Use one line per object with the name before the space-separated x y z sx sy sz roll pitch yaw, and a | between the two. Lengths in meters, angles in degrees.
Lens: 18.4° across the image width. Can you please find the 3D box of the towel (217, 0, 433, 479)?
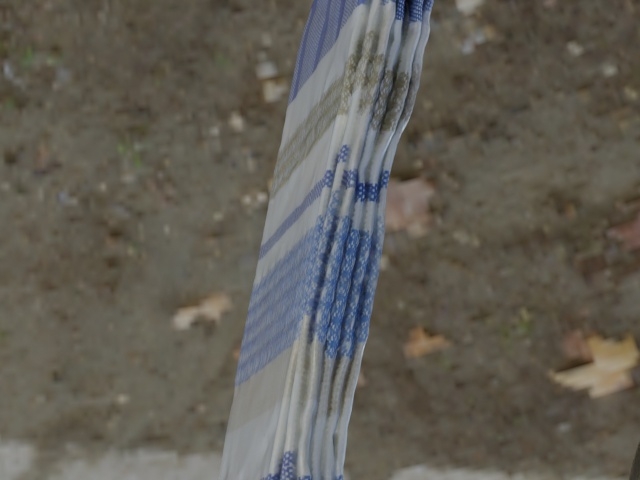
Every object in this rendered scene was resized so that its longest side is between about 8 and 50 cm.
towel | 0.000 0.000 0.877 0.034 0.285 0.209 12 167 -9

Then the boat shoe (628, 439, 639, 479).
boat shoe | 0.255 0.030 0.843 0.104 0.111 0.307 31 97 -45
